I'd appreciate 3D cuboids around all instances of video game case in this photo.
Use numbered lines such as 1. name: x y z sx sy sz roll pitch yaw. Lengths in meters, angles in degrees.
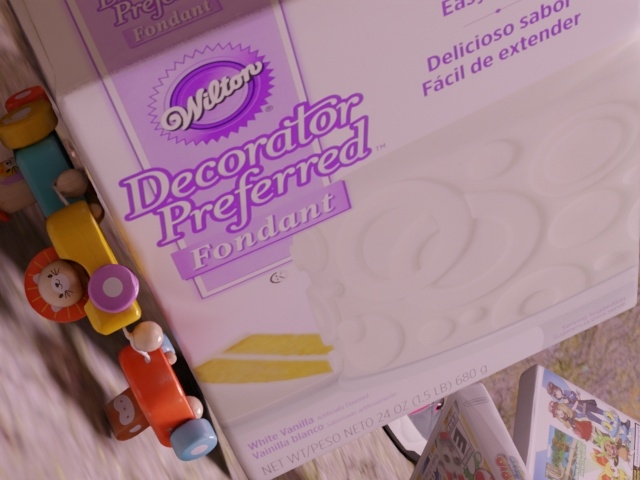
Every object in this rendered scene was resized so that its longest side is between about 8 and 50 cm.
1. video game case: 0.102 0.233 0.845 0.227 0.026 0.206 107 -34 -49
2. video game case: 0.317 0.329 1.426 0.300 0.036 0.329 30 48 -18

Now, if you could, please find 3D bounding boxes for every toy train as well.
1. toy train: -0.103 0.017 0.584 0.166 0.046 0.125 60 -8 24

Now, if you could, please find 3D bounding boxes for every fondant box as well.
1. fondant box: 0.024 -0.037 0.638 0.330 0.238 0.096 72 -9 -53

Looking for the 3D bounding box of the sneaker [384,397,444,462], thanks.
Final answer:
1. sneaker: 0.121 0.104 1.398 0.295 0.178 0.124 56 8 -44
